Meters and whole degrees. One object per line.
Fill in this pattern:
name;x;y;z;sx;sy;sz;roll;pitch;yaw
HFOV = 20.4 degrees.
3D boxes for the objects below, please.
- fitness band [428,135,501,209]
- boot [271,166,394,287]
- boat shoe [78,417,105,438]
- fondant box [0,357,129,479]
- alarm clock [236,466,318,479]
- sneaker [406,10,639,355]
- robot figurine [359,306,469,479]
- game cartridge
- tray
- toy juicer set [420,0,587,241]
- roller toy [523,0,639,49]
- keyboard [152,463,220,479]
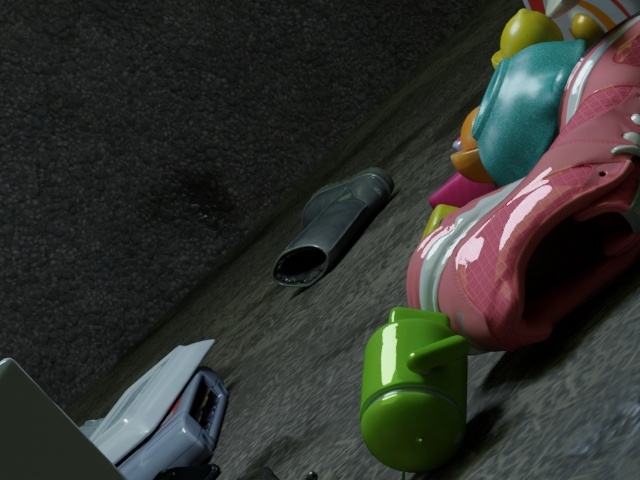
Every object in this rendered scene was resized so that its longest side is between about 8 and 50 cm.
fitness band;0.223;-0.131;1.834;0.291;0.054;0.209;-44;6;0
boot;-0.002;-0.001;2.366;0.189;0.076;0.208;-39;13;47
boat shoe;-0.275;0.262;2.221;0.081;0.079;0.227;-35;8;-20
fondant box;-0.197;0.228;1.089;0.096;0.238;0.330;-47;8;-37
alarm clock;-0.073;0.220;1.189;0.129;0.064;0.192;-47;10;-36
sneaker;0.200;-0.036;1.178;0.314;0.116;0.136;-48;19;-10
robot figurine;0.059;0.096;1.113;0.115;0.067;0.101;-84;7;-46
game cartridge;-0.191;0.239;1.904;0.196;0.060;0.294;-46;5;6
tray;-0.205;0.190;1.958;0.145;0.030;0.270;-40;6;20
toy juicer set;0.177;-0.120;1.379;0.329;0.089;0.209;112;180;-47
roller toy;0.265;-0.210;1.468;0.146;0.209;0.191;-44;-24;-15
keyboard;-0.167;0.276;1.629;0.100;0.038;0.192;-8;25;36
